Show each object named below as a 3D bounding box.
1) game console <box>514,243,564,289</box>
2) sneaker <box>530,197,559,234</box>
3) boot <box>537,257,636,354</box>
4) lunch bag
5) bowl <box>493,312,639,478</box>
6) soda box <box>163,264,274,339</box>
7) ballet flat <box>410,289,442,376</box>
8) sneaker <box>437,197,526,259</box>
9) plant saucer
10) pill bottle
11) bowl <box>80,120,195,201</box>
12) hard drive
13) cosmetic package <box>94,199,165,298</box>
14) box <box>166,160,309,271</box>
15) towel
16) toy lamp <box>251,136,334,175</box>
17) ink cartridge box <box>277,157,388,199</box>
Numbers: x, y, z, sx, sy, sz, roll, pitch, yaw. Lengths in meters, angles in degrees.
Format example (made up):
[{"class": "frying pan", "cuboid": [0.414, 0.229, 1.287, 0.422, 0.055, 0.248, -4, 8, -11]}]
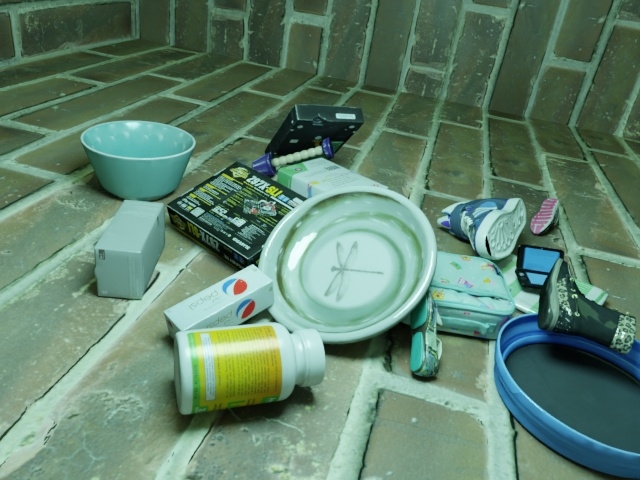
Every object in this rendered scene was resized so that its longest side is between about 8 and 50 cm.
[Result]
[{"class": "game console", "cuboid": [0.573, 0.071, 1.387, 0.122, 0.071, 0.107, 8, 29, 2]}, {"class": "sneaker", "cuboid": [0.742, -0.064, 1.763, 0.063, 0.075, 0.170, 1, 39, 43]}, {"class": "boot", "cuboid": [0.575, 0.141, 1.169, 0.178, 0.085, 0.236, 20, 37, 15]}, {"class": "lunch bag", "cuboid": [0.306, 0.122, 1.255, 0.279, 0.108, 0.224, 8, 29, -3]}, {"class": "bowl", "cuboid": [0.531, 0.288, 1.057, 0.391, 0.077, 0.391, 7, 29, -4]}, {"class": "soda box", "cuboid": [-0.199, 0.135, 1.087, 0.216, 0.069, 0.074, -29, 46, -32]}, {"class": "ballet flat", "cuboid": [0.219, 0.187, 1.103, 0.070, 0.070, 0.188, 10, 64, 1]}, {"class": "sneaker", "cuboid": [0.431, -0.031, 1.545, 0.236, 0.130, 0.323, -5, 20, 39]}, {"class": "plant saucer", "cuboid": [0.062, 0.058, 1.203, 0.400, 0.100, 0.400, -10, 54, 14]}, {"class": "pill bottle", "cuboid": [-0.123, 0.215, 0.934, 0.246, 0.136, 0.136, -2, 31, -20]}, {"class": "bowl", "cuboid": [-0.526, -0.224, 1.576, 0.311, 0.163, 0.311, 6, 29, -4]}, {"class": "hard drive", "cuboid": [-0.030, -0.350, 1.818, 0.237, 0.339, 0.064, -3, 74, -23]}, {"class": "cosmetic package", "cuboid": [-0.424, 0.015, 1.218, 0.107, 0.127, 0.238, 4, 31, -8]}, {"class": "box", "cuboid": [-0.199, -0.066, 1.401, 0.322, 0.079, 0.257, 30, 50, 29]}, {"class": "towel", "cuboid": [0.554, 0.118, 1.409, 0.325, 0.038, 0.248, 29, 35, 31]}, {"class": "toy lamp", "cuboid": [-0.094, -0.273, 1.794, 0.275, 0.080, 0.080, -11, 27, 12]}, {"class": "ink cartridge box", "cuboid": [0.033, -0.139, 1.633, 0.278, 0.117, 0.201, 29, 34, 33]}]
